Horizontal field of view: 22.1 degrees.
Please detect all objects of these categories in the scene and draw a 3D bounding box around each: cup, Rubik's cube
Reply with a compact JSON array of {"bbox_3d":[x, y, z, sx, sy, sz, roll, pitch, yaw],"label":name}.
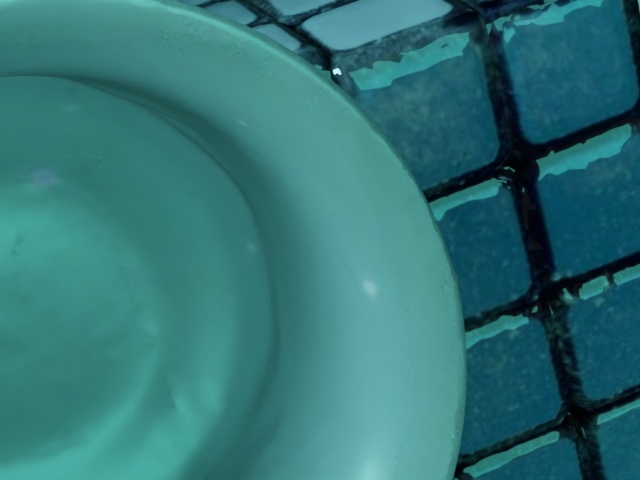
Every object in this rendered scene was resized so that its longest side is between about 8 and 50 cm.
[{"bbox_3d":[-0.127,0.054,0.699,0.347,0.163,0.347,-6,108,-19],"label":"cup"},{"bbox_3d":[0.000,0.000,0.998,0.337,0.344,0.345,-23,115,-9],"label":"Rubik's cube"}]
